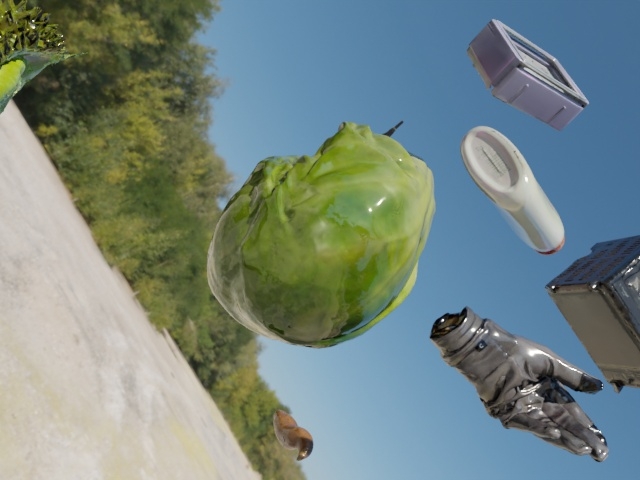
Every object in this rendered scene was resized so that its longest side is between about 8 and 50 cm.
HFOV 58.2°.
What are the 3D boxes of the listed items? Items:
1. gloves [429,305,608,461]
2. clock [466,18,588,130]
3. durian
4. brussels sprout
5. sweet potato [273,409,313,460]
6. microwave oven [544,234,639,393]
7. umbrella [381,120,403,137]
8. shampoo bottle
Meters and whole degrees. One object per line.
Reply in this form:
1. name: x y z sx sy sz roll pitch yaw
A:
1. gloves: 0.286 0.195 0.813 0.285 0.142 0.119 43 2 14
2. clock: 0.362 -0.288 1.009 0.073 0.193 0.144 -49 -143 36
3. durian: -0.541 -0.244 0.887 0.158 0.351 0.169 22 -21 12
4. brussels sprout: 0.004 0.016 1.015 0.342 0.425 0.361 43 30 -27
5. sweet potato: -0.062 0.410 1.218 0.202 0.055 0.058 12 -54 66
6. microwave oven: 0.570 0.130 1.037 0.247 0.178 0.188 56 -14 -3
7. umbrella: 0.101 -0.216 1.449 0.044 0.269 0.044 14 39 -54
8. shampoo bottle: 0.222 -0.038 0.629 0.221 0.051 0.108 33 25 -50
